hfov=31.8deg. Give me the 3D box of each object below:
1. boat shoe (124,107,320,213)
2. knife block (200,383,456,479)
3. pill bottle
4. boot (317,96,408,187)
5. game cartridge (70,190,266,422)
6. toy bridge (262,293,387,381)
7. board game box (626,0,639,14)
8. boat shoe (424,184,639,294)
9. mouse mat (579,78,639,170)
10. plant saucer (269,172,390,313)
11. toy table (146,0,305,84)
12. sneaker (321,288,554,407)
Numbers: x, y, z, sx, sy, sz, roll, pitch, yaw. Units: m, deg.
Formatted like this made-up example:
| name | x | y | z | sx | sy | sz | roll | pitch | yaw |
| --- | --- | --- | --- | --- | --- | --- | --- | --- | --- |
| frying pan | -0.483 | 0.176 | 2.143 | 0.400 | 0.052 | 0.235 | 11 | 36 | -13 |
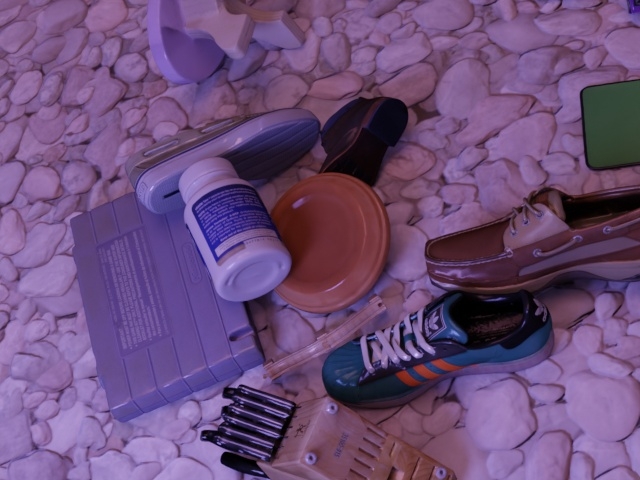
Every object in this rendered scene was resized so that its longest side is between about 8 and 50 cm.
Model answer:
| name | x | y | z | sx | sy | sz | roll | pitch | yaw |
| --- | --- | --- | --- | --- | --- | --- | --- | --- | --- |
| boat shoe | -0.143 | -0.139 | 1.648 | 0.302 | 0.109 | 0.094 | -23 | 55 | -25 |
| knife block | -0.004 | 0.273 | 1.391 | 0.276 | 0.242 | 0.088 | 32 | 66 | -14 |
| pill bottle | -0.124 | -0.020 | 1.537 | 0.112 | 0.112 | 0.186 | -28 | 59 | 0 |
| boot | 0.035 | -0.123 | 1.656 | 0.219 | 0.082 | 0.106 | -51 | 29 | -4 |
| game cartridge | -0.230 | 0.069 | 1.614 | 0.230 | 0.068 | 0.355 | -26 | 53 | 7 |
| toy bridge | 0.005 | 0.132 | 1.483 | 0.188 | 0.063 | 0.026 | -32 | 95 | -3 |
| board game box | 0.598 | -0.465 | 1.605 | 0.347 | 0.208 | 0.056 | -12 | 14 | 12 |
| boat shoe | 0.292 | -0.013 | 1.425 | 0.324 | 0.120 | 0.122 | -8 | 32 | 10 |
| mouse mat | 0.460 | -0.168 | 1.559 | 0.190 | 0.007 | 0.152 | -5 | 56 | 15 |
| plant saucer | 0.000 | 0.000 | 1.546 | 0.200 | 0.037 | 0.200 | -8 | 73 | 27 |
| toy table | -0.156 | -0.385 | 1.794 | 0.161 | 0.252 | 0.274 | -8 | 66 | 34 |
| sneaker | 0.136 | 0.122 | 1.405 | 0.302 | 0.121 | 0.108 | -16 | 53 | 9 |
